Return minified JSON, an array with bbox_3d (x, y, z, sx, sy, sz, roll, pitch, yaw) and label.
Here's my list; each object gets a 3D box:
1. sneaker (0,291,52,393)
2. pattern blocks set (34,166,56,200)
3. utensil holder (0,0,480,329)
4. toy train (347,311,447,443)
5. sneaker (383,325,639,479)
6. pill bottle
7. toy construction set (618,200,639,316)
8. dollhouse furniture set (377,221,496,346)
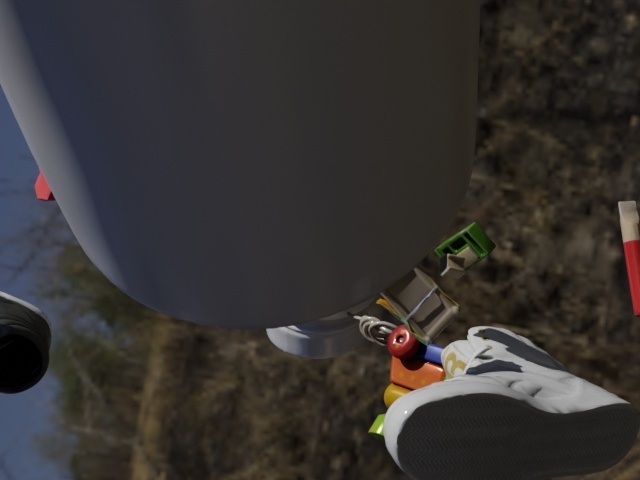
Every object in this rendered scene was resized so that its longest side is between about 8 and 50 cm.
[{"bbox_3d":[-0.455,0.099,1.748,0.104,0.296,0.147,-66,25,8],"label":"sneaker"},{"bbox_3d":[-0.298,-0.203,1.974,0.026,0.285,0.324,6,-88,-47],"label":"pattern blocks set"},{"bbox_3d":[-0.054,-0.169,0.882,0.385,0.328,0.327,78,-163,-55],"label":"utensil holder"},{"bbox_3d":[0.098,0.180,1.706,0.105,0.248,0.143,37,-106,-46],"label":"toy train"},{"bbox_3d":[0.143,0.154,1.360,0.169,0.293,0.108,36,113,49],"label":"sneaker"},{"bbox_3d":[0.000,0.000,1.829,0.161,0.161,0.283,-83,-4,-57],"label":"pill bottle"},{"bbox_3d":[0.504,-0.048,1.677,0.257,0.309,0.237,63,-162,-79],"label":"toy construction set"},{"bbox_3d":[0.101,0.041,1.362,0.152,0.076,0.058,-44,2,-38],"label":"dollhouse furniture set"}]
